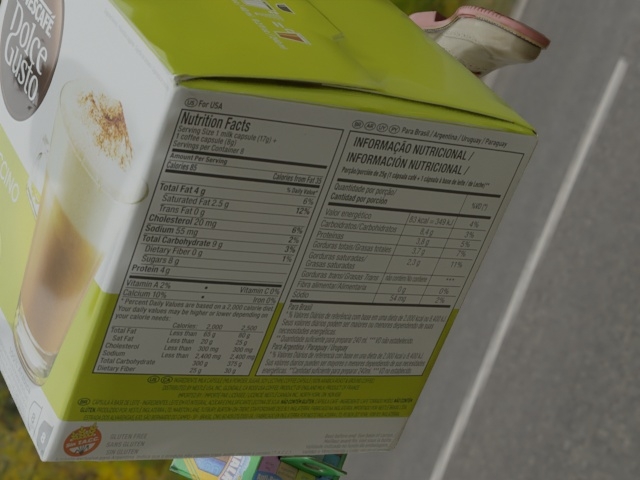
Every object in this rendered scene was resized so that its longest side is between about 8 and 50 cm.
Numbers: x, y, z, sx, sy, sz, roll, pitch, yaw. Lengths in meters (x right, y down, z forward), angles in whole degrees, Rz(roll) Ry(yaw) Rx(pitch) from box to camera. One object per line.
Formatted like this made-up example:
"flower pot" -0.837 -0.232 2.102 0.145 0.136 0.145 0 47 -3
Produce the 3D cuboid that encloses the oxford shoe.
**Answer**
"oxford shoe" 0.212 -0.257 2.071 0.130 0.123 0.348 -67 21 -5

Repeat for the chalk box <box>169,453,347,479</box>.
"chalk box" -0.058 0.267 1.763 0.213 0.132 0.132 10 73 53

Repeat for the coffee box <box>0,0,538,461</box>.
"coffee box" -0.088 -0.047 1.220 0.338 0.338 0.334 50 127 46
